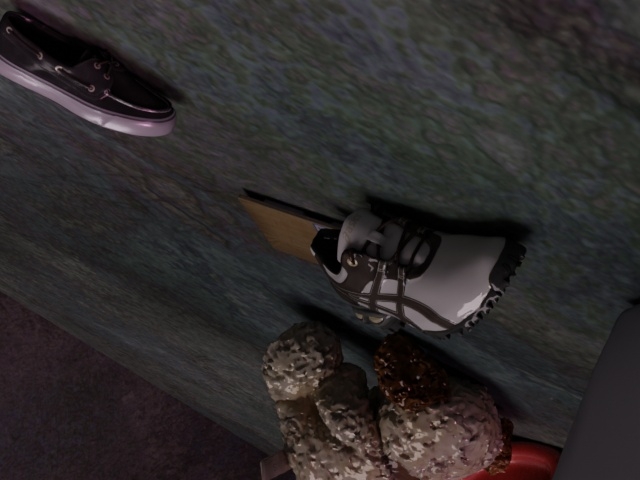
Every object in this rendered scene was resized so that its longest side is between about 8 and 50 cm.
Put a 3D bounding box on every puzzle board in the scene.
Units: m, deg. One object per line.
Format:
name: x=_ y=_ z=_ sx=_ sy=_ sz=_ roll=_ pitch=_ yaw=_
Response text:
puzzle board: x=0.000 y=0.000 z=0.894 sx=0.128 sy=0.011 sz=0.096 roll=18 pitch=160 yaw=26

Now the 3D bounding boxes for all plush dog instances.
plush dog: x=0.082 y=0.205 z=1.123 sx=0.225 sy=0.210 sz=0.262 roll=-22 pitch=136 yaw=34

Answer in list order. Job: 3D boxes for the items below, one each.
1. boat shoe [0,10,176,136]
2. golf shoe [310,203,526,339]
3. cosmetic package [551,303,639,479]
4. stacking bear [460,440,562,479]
boat shoe: x=-0.166 y=-0.117 z=0.745 sx=0.142 sy=0.049 sz=0.040 roll=23 pitch=125 yaw=-2
golf shoe: x=0.058 y=0.018 z=0.747 sx=0.094 sy=0.077 sz=0.198 roll=41 pitch=154 yaw=-19
cosmetic package: x=0.327 y=0.227 z=0.518 sx=0.394 sy=0.327 sz=0.329 roll=27 pitch=164 yaw=1
stacking bear: x=0.291 y=0.367 z=1.304 sx=0.164 sy=0.175 sz=0.289 roll=5 pitch=160 yaw=48
